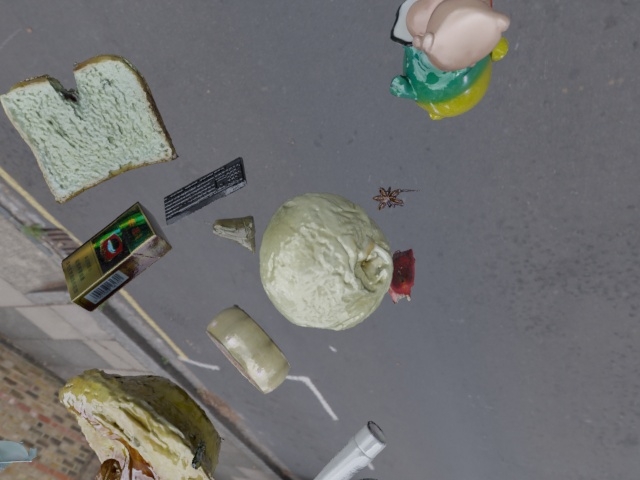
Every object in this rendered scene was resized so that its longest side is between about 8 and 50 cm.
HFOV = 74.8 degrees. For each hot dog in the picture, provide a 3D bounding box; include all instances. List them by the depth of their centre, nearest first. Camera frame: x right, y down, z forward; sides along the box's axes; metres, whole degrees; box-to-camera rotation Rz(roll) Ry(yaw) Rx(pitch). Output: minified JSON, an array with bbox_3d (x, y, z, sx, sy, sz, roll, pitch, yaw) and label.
[{"bbox_3d":[-0.448,0.501,0.871,0.035,0.083,0.058,15,169,20],"label":"hot dog"}]

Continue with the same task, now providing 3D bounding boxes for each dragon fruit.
[{"bbox_3d":[0.300,0.168,1.761,0.134,0.262,0.212,-23,87,45],"label":"dragon fruit"}]

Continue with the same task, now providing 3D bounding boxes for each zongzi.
[{"bbox_3d":[-0.346,-0.005,1.629,0.189,0.081,0.178,-7,127,-15],"label":"zongzi"}]

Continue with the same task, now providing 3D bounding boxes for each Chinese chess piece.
[{"bbox_3d":[-0.207,0.311,1.201,0.270,0.112,0.270,39,157,20],"label":"Chinese chess piece"}]

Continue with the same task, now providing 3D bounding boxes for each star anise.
[{"bbox_3d":[0.308,-0.181,1.710,0.190,0.070,0.097,-7,91,21],"label":"star anise"}]

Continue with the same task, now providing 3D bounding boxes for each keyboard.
[{"bbox_3d":[-0.235,-0.099,0.835,0.196,0.074,0.015,-24,148,16],"label":"keyboard"}]

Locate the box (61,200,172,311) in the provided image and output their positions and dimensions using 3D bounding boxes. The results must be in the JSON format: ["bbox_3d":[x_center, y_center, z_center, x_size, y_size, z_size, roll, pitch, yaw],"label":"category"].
[{"bbox_3d":[-0.491,0.036,1.003,0.159,0.240,0.071,44,171,41],"label":"box"}]

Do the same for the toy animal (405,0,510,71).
[{"bbox_3d":[0.264,-0.432,0.820,0.171,0.198,0.171,1,138,1],"label":"toy animal"}]

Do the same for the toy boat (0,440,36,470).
[{"bbox_3d":[-0.867,0.576,1.139,0.034,0.149,0.105,-31,74,57],"label":"toy boat"}]

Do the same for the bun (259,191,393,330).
[{"bbox_3d":[0.035,0.047,1.019,0.227,0.349,0.353,-9,102,49],"label":"bun"}]

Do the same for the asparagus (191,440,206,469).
[{"bbox_3d":[-0.157,0.277,0.542,0.013,0.016,0.166,54,159,7],"label":"asparagus"}]

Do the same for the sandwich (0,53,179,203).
[{"bbox_3d":[-0.481,-0.245,0.892,0.273,0.095,0.249,-25,111,-11],"label":"sandwich"}]

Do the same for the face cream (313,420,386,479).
[{"bbox_3d":[0.037,0.476,0.861,0.058,0.244,0.092,48,-172,36],"label":"face cream"}]

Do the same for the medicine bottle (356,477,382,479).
[{"bbox_3d":[0.096,0.412,0.545,0.165,0.165,0.273,21,157,2],"label":"medicine bottle"}]

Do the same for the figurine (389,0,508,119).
[{"bbox_3d":[0.333,-0.466,1.095,0.323,0.231,0.340,-37,144,15],"label":"figurine"}]

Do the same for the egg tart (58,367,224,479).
[{"bbox_3d":[-0.360,0.432,0.916,0.443,0.178,0.443,17,127,25],"label":"egg tart"}]
